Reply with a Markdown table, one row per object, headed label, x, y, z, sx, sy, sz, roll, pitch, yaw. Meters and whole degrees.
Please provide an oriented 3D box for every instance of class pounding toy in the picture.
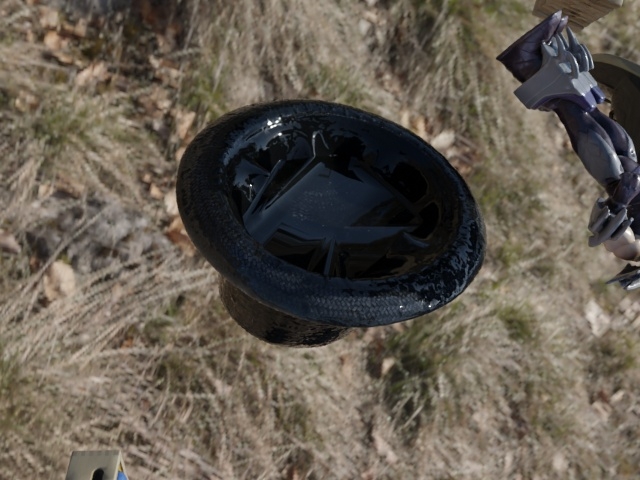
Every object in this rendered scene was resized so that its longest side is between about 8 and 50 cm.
| label | x | y | z | sx | sy | sz | roll | pitch | yaw |
| --- | --- | --- | --- | --- | --- | --- | --- | --- | --- |
| pounding toy | -0.302 | 0.392 | 1.393 | 0.100 | 0.130 | 0.141 | -2 | 40 | 2 |

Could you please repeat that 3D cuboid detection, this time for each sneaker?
| label | x | y | z | sx | sy | sz | roll | pitch | yaw |
| --- | --- | --- | --- | --- | --- | --- | --- | --- | --- |
| sneaker | 0.340 | -0.125 | 1.091 | 0.083 | 0.118 | 0.222 | 29 | 10 | -37 |

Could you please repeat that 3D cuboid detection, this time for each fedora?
| label | x | y | z | sx | sy | sz | roll | pitch | yaw |
| --- | --- | --- | --- | --- | --- | --- | --- | --- | --- |
| fedora | 0.000 | 0.000 | 1.002 | 0.334 | 0.152 | 0.334 | 14 | 41 | -13 |

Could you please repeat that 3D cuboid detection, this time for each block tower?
| label | x | y | z | sx | sy | sz | roll | pitch | yaw |
| --- | --- | --- | --- | --- | --- | --- | --- | --- | --- |
| block tower | 0.442 | -0.418 | 1.506 | 0.091 | 0.335 | 0.097 | 21 | 81 | -10 |

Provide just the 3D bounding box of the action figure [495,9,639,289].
| label | x | y | z | sx | sy | sz | roll | pitch | yaw |
| --- | --- | --- | --- | --- | --- | --- | --- | --- | --- |
| action figure | 0.273 | -0.073 | 0.912 | 0.285 | 0.099 | 0.185 | 56 | 35 | 2 |
